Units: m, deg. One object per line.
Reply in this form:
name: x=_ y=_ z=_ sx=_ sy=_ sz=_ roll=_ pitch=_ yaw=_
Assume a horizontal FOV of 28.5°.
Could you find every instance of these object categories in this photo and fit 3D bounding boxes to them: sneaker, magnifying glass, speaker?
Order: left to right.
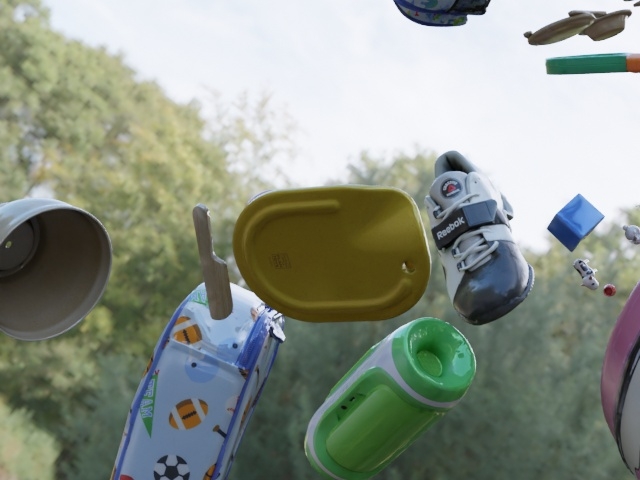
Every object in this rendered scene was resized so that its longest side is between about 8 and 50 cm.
speaker: x=0.088 y=0.224 z=1.718 sx=0.131 sy=0.131 sz=0.296 roll=36 pitch=-44 yaw=-3
sneaker: x=0.198 y=-0.012 z=1.726 sx=0.146 sy=0.122 sz=0.330 roll=52 pitch=16 yaw=-25
magnifying glass: x=0.323 y=-0.189 z=1.351 sx=0.092 sy=0.026 sz=0.231 roll=-8 pitch=8 yaw=-21

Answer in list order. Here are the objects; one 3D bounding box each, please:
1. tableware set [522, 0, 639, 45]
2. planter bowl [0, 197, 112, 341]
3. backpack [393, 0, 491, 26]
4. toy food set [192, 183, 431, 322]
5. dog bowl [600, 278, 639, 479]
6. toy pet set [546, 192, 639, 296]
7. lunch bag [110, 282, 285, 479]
tableware set: x=0.274 y=-0.214 z=1.153 sx=0.169 sy=0.020 sz=0.141 roll=-25 pitch=-12 yaw=38
planter bowl: x=-0.334 y=0.018 z=1.430 sx=0.109 sy=0.162 sz=0.162 roll=30 pitch=-14 yaw=41
backpack: x=0.115 y=-0.273 z=1.305 sx=0.084 sy=0.114 sz=0.105 roll=-61 pitch=-138 yaw=41
toy food set: x=0.000 y=0.000 z=1.084 sx=0.218 sy=0.071 sz=0.128 roll=-2 pitch=-63 yaw=26
dog bowl: x=0.418 y=0.095 z=1.081 sx=0.150 sy=0.408 sz=0.408 roll=48 pitch=-2 yaw=43
toy pet set: x=0.335 y=-0.003 z=1.492 sx=0.114 sy=0.122 sz=0.065 roll=46 pitch=27 yaw=13
lunch bag: x=-0.128 y=0.182 z=1.352 sx=0.115 sy=0.303 sz=0.243 roll=23 pitch=1 yaw=4
